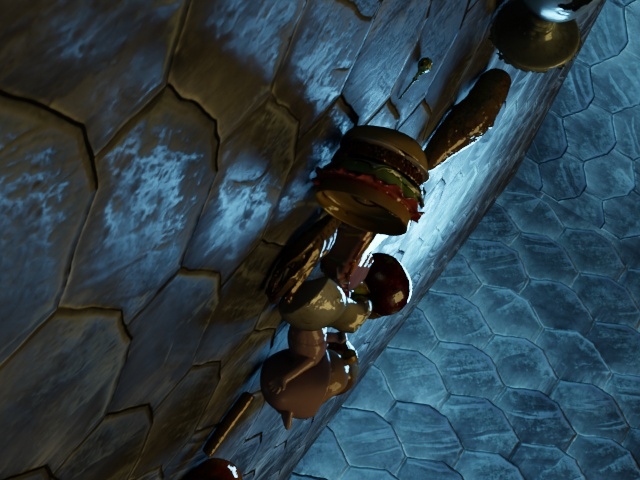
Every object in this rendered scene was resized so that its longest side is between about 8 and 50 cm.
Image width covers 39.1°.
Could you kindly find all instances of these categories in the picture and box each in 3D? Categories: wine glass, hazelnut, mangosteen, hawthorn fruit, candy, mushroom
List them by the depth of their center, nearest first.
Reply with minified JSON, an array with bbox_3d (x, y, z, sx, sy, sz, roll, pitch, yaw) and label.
[{"bbox_3d":[0.152,-0.262,1.465,0.023,0.025,0.083,25,113,-34],"label":"candy"},{"bbox_3d":[0.414,-0.453,1.579,0.190,0.190,0.357,-52,170,-15],"label":"wine glass"},{"bbox_3d":[0.009,0.127,1.624,0.116,0.093,0.225,-24,149,19],"label":"mushroom"},{"bbox_3d":[-0.215,0.498,1.822,0.128,0.128,0.128,-52,167,-17],"label":"hawthorn fruit"},{"bbox_3d":[0.111,0.108,2.023,0.181,0.156,0.146,-28,-164,4],"label":"mangosteen"},{"bbox_3d":[0.022,0.301,2.170,0.143,0.143,0.154,18,90,-77],"label":"hazelnut"}]

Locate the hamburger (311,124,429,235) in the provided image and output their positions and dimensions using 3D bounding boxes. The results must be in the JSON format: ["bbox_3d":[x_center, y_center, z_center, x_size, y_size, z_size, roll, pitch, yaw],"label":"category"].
[{"bbox_3d":[0.084,-0.095,1.324,0.175,0.175,0.137,82,31,-72],"label":"hamburger"}]

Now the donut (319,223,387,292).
[{"bbox_3d":[0.077,-0.011,1.668,0.233,0.085,0.199,-57,168,8],"label":"donut"}]

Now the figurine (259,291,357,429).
[{"bbox_3d":[-0.013,0.229,1.769,0.176,0.186,0.287,-106,-151,-74],"label":"figurine"}]

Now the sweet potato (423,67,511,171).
[{"bbox_3d":[0.332,-0.270,1.943,0.341,0.092,0.114,-48,-178,-27],"label":"sweet potato"}]

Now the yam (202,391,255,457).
[{"bbox_3d":[-0.182,0.361,1.776,0.145,0.032,0.032,-54,167,-10],"label":"yam"}]

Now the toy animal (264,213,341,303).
[{"bbox_3d":[0.000,-0.003,1.483,0.275,0.054,0.149,-54,170,-13],"label":"toy animal"}]
